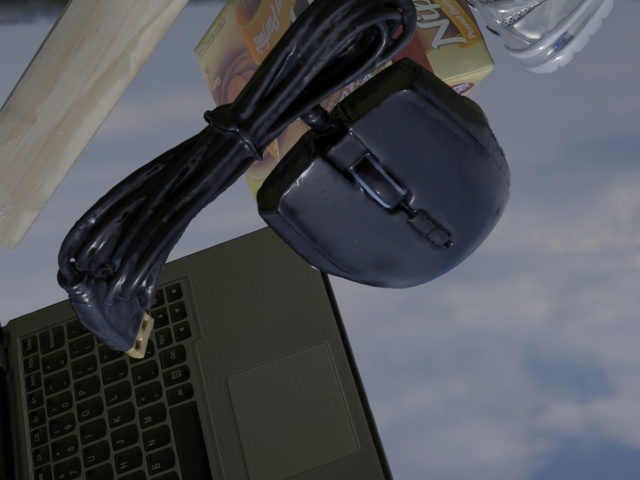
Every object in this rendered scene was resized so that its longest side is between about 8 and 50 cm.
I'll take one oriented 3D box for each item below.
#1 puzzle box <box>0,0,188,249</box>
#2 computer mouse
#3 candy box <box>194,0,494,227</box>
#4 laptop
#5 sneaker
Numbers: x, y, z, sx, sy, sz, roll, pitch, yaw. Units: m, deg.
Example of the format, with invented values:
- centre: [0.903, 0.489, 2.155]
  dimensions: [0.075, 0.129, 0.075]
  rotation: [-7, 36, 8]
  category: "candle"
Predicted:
- centre: [-0.087, -0.204, 1.107]
  dimensions: [0.052, 0.272, 0.409]
  rotation: [33, -141, -11]
  category: "puzzle box"
- centre: [0.000, 0.000, 0.757]
  dimensions: [0.184, 0.060, 0.262]
  rotation: [-41, 161, 2]
  category: "computer mouse"
- centre: [0.008, -0.147, 1.471]
  dimensions: [0.088, 0.183, 0.316]
  rotation: [-18, 169, -26]
  category: "candy box"
- centre: [-0.193, 0.088, 1.211]
  dimensions: [0.408, 0.236, 0.382]
  rotation: [-20, -141, 2]
  category: "laptop"
- centre: [0.221, -0.276, 1.478]
  dimensions: [0.115, 0.281, 0.105]
  rotation: [31, -178, -29]
  category: "sneaker"
